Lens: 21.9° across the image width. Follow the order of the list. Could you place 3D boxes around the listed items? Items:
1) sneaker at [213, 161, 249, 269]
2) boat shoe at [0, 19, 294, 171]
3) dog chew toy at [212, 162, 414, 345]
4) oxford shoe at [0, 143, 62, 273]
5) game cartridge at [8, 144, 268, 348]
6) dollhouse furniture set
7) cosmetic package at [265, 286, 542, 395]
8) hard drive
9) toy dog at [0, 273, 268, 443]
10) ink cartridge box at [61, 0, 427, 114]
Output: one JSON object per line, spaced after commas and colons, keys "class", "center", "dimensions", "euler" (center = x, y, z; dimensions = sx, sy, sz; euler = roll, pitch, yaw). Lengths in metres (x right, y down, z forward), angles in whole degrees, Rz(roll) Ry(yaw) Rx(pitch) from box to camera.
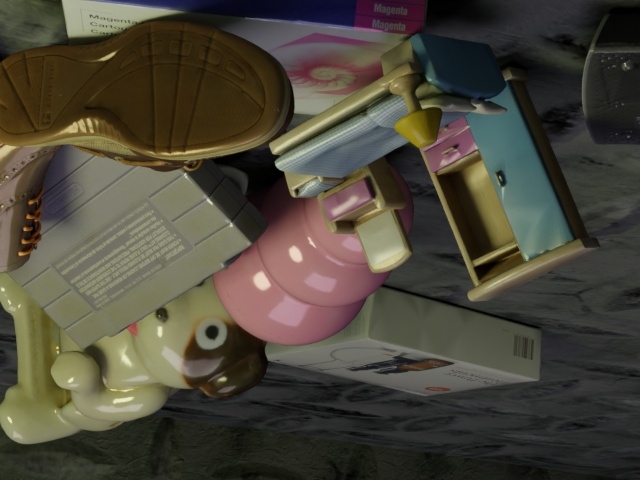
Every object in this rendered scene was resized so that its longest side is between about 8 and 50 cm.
{"class": "sneaker", "center": [-0.219, 0.004, 2.044], "dimensions": [0.122, 0.146, 0.330], "euler": [12, 164, -37]}
{"class": "boat shoe", "center": [-0.149, -0.122, 1.512], "dimensions": [0.342, 0.123, 0.123], "euler": [-1, 170, 35]}
{"class": "dog chew toy", "center": [0.000, 0.000, 1.993], "dimensions": [0.206, 0.207, 0.332], "euler": [11, 155, -23]}
{"class": "oxford shoe", "center": [-0.341, -0.051, 1.823], "dimensions": [0.133, 0.130, 0.363], "euler": [47, 126, -5]}
{"class": "game cartridge", "center": [-0.241, -0.019, 1.904], "dimensions": [0.230, 0.068, 0.355], "euler": [45, 135, -16]}
{"class": "dollhouse furniture set", "center": [0.076, -0.037, 1.585], "dimensions": [0.286, 0.198, 0.303], "euler": [-28, 166, 29]}
{"class": "cosmetic package", "center": [0.133, 0.171, 2.727], "dimensions": [0.377, 0.098, 0.284], "euler": [16, 163, -35]}
{"class": "hard drive", "center": [0.341, -0.155, 1.609], "dimensions": [0.172, 0.054, 0.255], "euler": [1, 164, 11]}
{"class": "toy dog", "center": [-0.240, 0.145, 2.398], "dimensions": [0.395, 0.285, 0.408], "euler": [15, 159, -35]}
{"class": "ink cartridge box", "center": [-0.072, -0.202, 1.525], "dimensions": [0.324, 0.071, 0.330], "euler": [5, 165, -3]}
